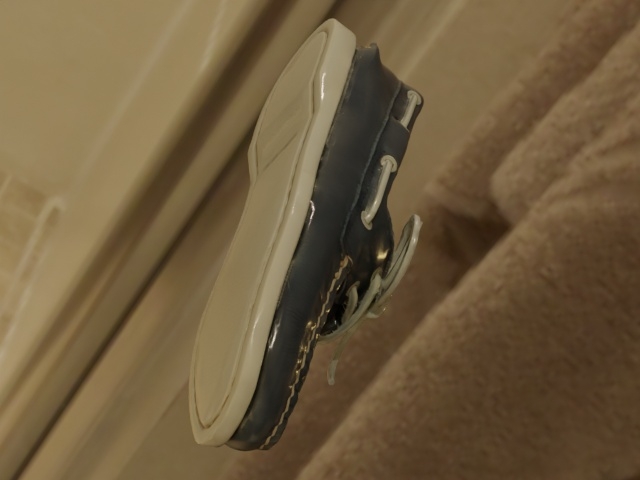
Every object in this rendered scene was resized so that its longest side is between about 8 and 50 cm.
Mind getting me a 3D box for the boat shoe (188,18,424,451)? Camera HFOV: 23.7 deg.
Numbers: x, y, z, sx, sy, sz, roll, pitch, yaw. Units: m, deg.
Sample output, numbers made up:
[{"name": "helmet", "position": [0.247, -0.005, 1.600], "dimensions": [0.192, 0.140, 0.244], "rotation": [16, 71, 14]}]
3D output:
[{"name": "boat shoe", "position": [0.000, 0.000, 0.718], "dimensions": [0.079, 0.095, 0.254], "rotation": [30, 40, -16]}]
